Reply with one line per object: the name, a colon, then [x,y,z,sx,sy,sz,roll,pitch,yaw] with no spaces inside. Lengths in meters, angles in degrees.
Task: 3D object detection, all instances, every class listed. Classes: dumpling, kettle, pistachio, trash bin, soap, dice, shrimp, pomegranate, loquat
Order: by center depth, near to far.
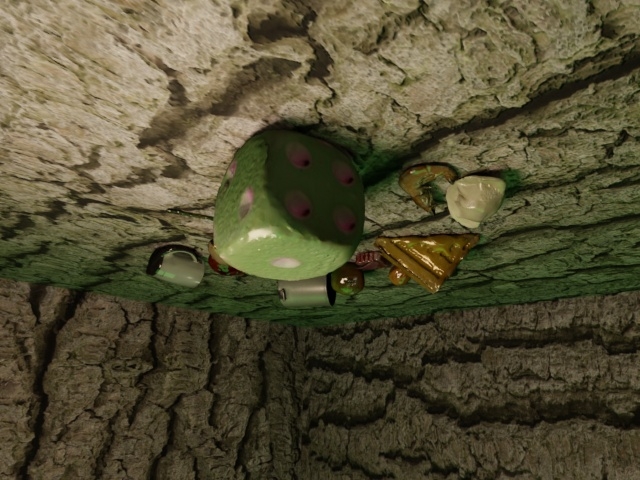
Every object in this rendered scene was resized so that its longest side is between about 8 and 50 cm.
dice: [-0.089,-0.087,1.172,0.323,0.329,0.318,15,152,-32]
dumpling: [0.477,-0.134,1.335,0.167,0.126,0.216,26,173,9]
shrimp: [0.357,-0.159,1.346,0.169,0.058,0.296,-12,153,29]
soap: [0.448,0.011,1.841,0.339,0.304,0.169,38,174,14]
pistachio: [-0.419,0.043,1.866,0.125,0.124,0.185,-4,158,15]
kettle: [-0.685,0.110,2.065,0.237,0.161,0.221,23,124,-41]
loquat: [0.413,0.165,2.185,0.137,0.112,0.137,-28,164,-9]
pomegranate: [0.135,0.192,2.219,0.180,0.179,0.210,7,-171,-14]
trash bin: [-0.066,0.242,2.265,0.263,0.217,0.277,-4,-166,16]

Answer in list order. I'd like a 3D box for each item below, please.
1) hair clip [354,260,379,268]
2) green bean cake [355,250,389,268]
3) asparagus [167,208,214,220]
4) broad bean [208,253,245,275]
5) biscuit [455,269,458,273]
hair clip: [0.217,0.124,2.031,0.054,0.022,0.137,12,158,-35]
green bean cake: [0.250,0.094,2.063,0.135,0.056,0.136,-9,158,30]
asparagus: [-0.465,-0.091,1.641,0.233,0.022,0.023,12,114,-23]
broad bean: [-0.408,0.092,2.014,0.229,0.122,0.156,-5,130,2]
biscuit: [0.645,0.147,2.202,0.099,0.038,0.322,-11,161,20]
